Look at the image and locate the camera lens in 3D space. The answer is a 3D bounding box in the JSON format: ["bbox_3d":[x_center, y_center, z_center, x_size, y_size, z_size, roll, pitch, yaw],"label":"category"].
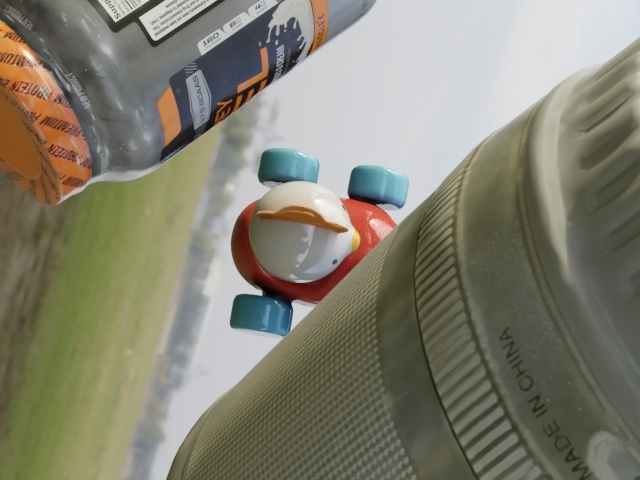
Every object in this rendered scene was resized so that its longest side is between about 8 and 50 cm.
[{"bbox_3d":[0.089,0.086,0.485,0.274,0.219,0.219,-46,-158,37],"label":"camera lens"}]

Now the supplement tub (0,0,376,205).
[{"bbox_3d":[-0.121,-0.175,1.065,0.316,0.193,0.193,-38,170,-23],"label":"supplement tub"}]

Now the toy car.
[{"bbox_3d":[0.000,0.000,1.573,0.238,0.210,0.219,95,6,-81],"label":"toy car"}]
